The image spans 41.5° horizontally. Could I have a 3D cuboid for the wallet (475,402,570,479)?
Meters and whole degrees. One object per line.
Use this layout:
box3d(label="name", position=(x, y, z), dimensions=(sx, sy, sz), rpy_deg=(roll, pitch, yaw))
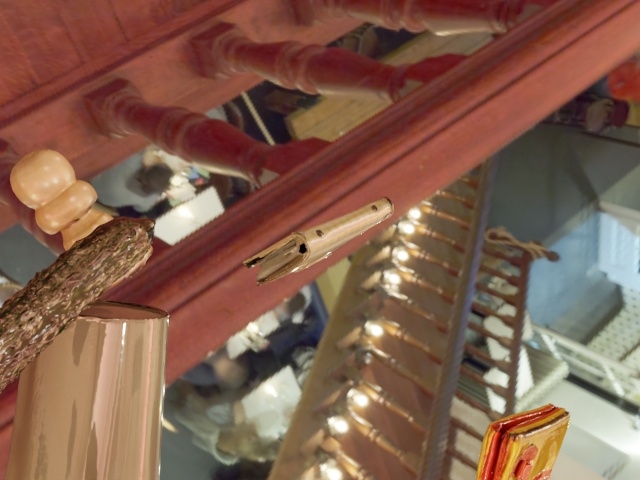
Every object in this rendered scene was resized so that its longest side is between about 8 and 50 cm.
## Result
box3d(label="wallet", position=(0.336, 0.353, 1.382), dimensions=(0.241, 0.067, 0.141), rpy_deg=(1, 105, -53))

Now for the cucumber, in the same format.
box3d(label="cucumber", position=(-0.376, 0.079, 1.217), dimensions=(0.359, 0.096, 0.096), rpy_deg=(-46, 127, -18))

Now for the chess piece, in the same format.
box3d(label="chess piece", position=(-0.417, -0.042, 1.447), dimensions=(0.143, 0.143, 0.261), rpy_deg=(-41, 107, -19))

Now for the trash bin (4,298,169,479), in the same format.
box3d(label="trash bin", position=(-0.417, 0.332, 1.523), dimensions=(0.280, 0.280, 0.432), rpy_deg=(5, 92, -38))

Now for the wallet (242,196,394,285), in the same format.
box3d(label="wallet", position=(0.000, 0.000, 1.884), dimensions=(0.309, 0.223, 0.077), rpy_deg=(-24, 82, -47))
